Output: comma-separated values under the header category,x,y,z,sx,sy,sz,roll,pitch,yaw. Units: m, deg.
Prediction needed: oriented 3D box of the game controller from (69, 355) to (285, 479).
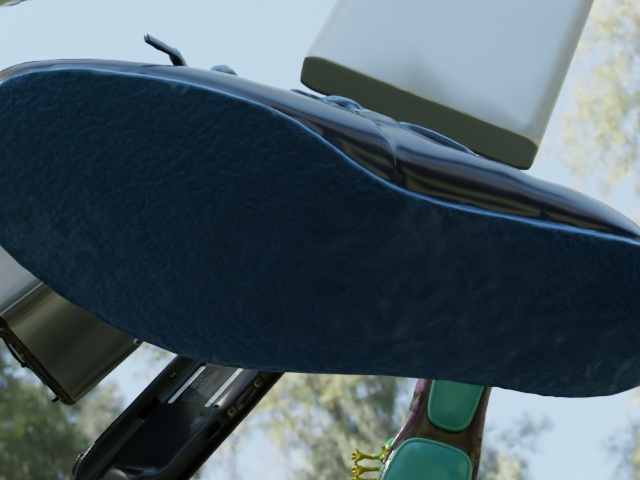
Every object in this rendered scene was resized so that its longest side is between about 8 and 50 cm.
category,x,y,z,sx,sy,sz,roll,pitch,yaw
game controller,-0.119,0.157,1.515,0.319,0.166,0.067,-47,-57,-28

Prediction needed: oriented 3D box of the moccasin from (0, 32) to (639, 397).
category,x,y,z,sx,sy,sz,roll,pitch,yaw
moccasin,0.000,0.000,0.698,0.342,0.117,0.138,20,-74,-19

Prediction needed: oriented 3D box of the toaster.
category,x,y,z,sx,sy,sz,roll,pitch,yaw
toaster,-0.288,0.066,1.542,0.110,0.185,0.168,-40,-45,-9

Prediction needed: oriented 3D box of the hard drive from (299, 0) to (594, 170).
category,x,y,z,sx,sy,sz,roll,pitch,yaw
hard drive,0.148,-0.234,1.502,0.233,0.353,0.047,22,-42,5

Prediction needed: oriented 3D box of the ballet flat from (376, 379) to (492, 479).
category,x,y,z,sx,sy,sz,roll,pitch,yaw
ballet flat,0.093,0.164,1.209,0.077,0.222,0.079,18,-22,3

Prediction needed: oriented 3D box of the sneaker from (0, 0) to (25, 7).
category,x,y,z,sx,sy,sz,roll,pitch,yaw
sneaker,-0.312,-0.227,1.134,0.410,0.158,0.182,-49,-4,-32

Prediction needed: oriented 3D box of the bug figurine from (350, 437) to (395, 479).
category,x,y,z,sx,sy,sz,roll,pitch,yaw
bug figurine,0.123,0.353,1.854,0.072,0.216,0.279,3,-8,-31
